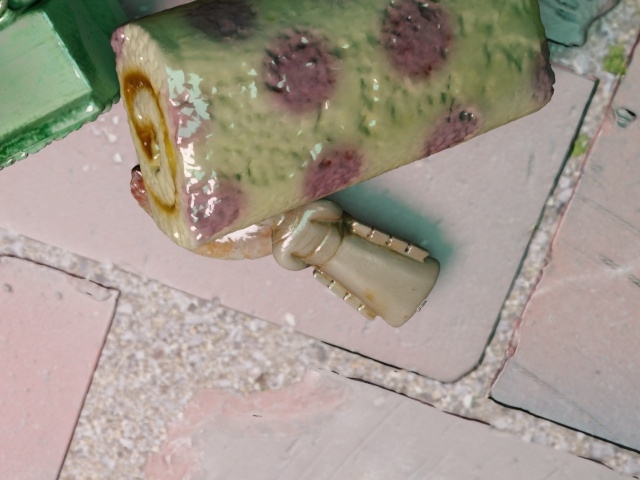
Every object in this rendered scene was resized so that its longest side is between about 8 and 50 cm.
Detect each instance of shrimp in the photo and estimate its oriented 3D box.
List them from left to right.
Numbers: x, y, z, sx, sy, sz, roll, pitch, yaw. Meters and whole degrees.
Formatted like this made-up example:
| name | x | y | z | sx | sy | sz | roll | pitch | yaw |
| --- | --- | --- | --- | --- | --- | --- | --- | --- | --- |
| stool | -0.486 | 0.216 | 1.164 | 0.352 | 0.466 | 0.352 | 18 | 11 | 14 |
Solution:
| name | x | y | z | sx | sy | sz | roll | pitch | yaw |
| --- | --- | --- | --- | --- | --- | --- | --- | --- | --- |
| shrimp | -0.116 | -0.077 | 1.549 | 0.143 | 0.052 | 0.251 | -42 | 103 | 16 |

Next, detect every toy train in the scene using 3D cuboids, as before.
| name | x | y | z | sx | sy | sz | roll | pitch | yaw |
| --- | --- | --- | --- | --- | --- | --- | --- | --- | --- |
| toy train | -0.289 | -0.163 | 1.452 | 0.266 | 0.145 | 0.202 | -23 | 107 | 27 |

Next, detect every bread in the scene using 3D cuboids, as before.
| name | x | y | z | sx | sy | sz | roll | pitch | yaw |
| --- | --- | --- | --- | --- | --- | --- | --- | --- | --- |
| bread | 0.014 | -0.135 | 1.417 | 0.338 | 0.155 | 0.187 | -21 | 107 | -21 |

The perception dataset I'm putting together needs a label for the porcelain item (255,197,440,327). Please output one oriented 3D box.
| name | x | y | z | sx | sy | sz | roll | pitch | yaw |
| --- | --- | --- | --- | --- | --- | --- | --- | --- | --- |
| porcelain item | 0.000 | 0.000 | 1.543 | 0.213 | 0.054 | 0.084 | 29 | 105 | -22 |
